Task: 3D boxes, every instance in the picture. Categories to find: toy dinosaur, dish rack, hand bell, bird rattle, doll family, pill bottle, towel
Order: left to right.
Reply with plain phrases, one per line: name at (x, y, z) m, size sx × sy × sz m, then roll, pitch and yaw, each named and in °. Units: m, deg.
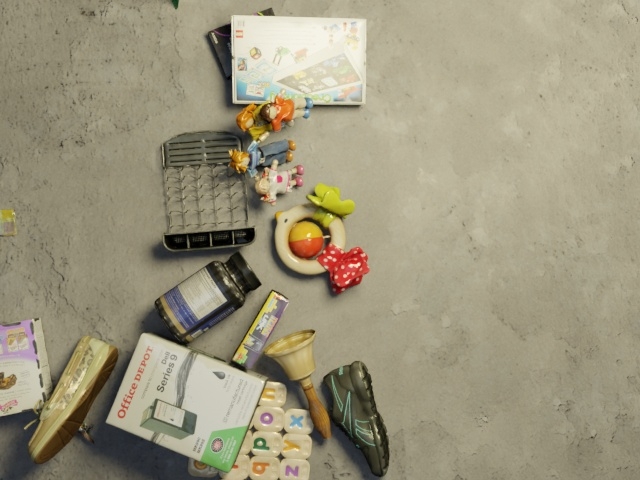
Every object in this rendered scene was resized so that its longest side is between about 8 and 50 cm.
towel at (-0.723, -0.039, 1.605) m, size 0.083 × 0.009 × 0.060 m, roll -2°, pitch 90°, yaw -6°
toy dinosaur at (-0.554, 0.415, 1.598) m, size 0.082 × 0.047 × 0.090 m, roll 0°, pitch 100°, yaw 13°
dish rack at (-0.257, -0.115, 1.619) m, size 0.208 × 0.074 × 0.272 m, roll -5°, pitch 89°, yaw -6°
pill bottle at (-0.245, 0.122, 1.590) m, size 0.219 × 0.123 × 0.123 m, roll -34°, pitch 92°, yaw -6°
doll family at (-0.124, -0.214, 1.587) m, size 0.163 × 0.118 × 0.263 m, roll -19°, pitch 124°, yaw -44°
hand bell at (-0.028, 0.337, 1.617) m, size 0.126 × 0.126 × 0.242 m, roll -21°, pitch 97°, yaw -5°
bird rattle at (0.000, 0.000, 1.640) m, size 0.206 × 0.143 × 0.254 m, roll -8°, pitch 103°, yaw 6°

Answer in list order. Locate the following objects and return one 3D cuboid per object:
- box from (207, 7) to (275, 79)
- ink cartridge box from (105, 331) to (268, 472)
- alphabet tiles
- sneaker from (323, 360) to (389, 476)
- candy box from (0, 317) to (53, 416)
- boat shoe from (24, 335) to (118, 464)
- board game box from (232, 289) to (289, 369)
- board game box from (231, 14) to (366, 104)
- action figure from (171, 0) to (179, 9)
box at (-0.165, -0.454, 1.656) m, size 0.162 × 0.029 × 0.116 m, roll -23°, pitch 91°, yaw -5°
ink cartridge box at (-0.287, 0.348, 1.564) m, size 0.289 × 0.121 × 0.211 m, roll 21°, pitch 84°, yaw 2°
alphabet tiles at (-0.158, 0.462, 1.642) m, size 0.277 × 0.021 × 0.284 m, roll 5°, pitch 88°, yaw -5°
sneaker at (0.087, 0.412, 1.642) m, size 0.106 × 0.101 × 0.268 m, roll -17°, pitch 87°, yaw 12°
candy box at (-0.688, 0.281, 1.572) m, size 0.164 × 0.070 × 0.196 m, roll -10°, pitch 89°, yaw -6°
boat shoe at (-0.546, 0.341, 1.547) m, size 0.089 × 0.105 × 0.285 m, roll 24°, pitch 57°, yaw 8°
board game box at (-0.130, 0.193, 1.590) m, size 0.048 × 0.141 × 0.170 m, roll 31°, pitch 87°, yaw -4°
board game box at (-0.049, -0.406, 1.631) m, size 0.305 × 0.053 × 0.193 m, roll -1°, pitch 98°, yaw -9°
action figure at (-0.305, -0.602, 1.544) m, size 0.063 × 0.232 × 0.137 m, roll -1°, pitch 90°, yaw -6°
